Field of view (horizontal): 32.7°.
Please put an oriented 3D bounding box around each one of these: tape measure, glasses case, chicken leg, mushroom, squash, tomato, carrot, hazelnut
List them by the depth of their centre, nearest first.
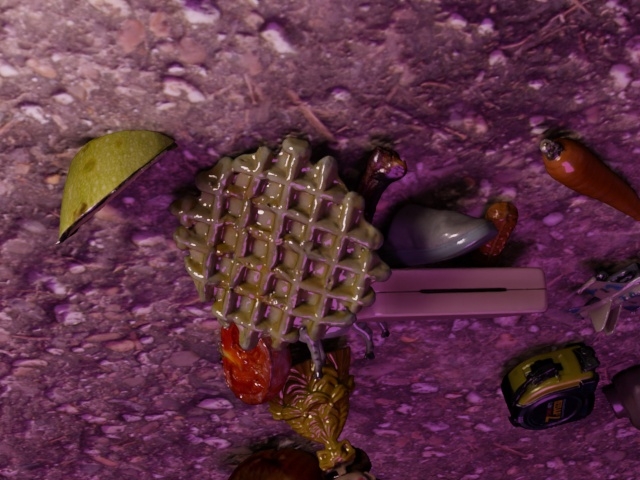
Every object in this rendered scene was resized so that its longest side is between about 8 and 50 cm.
[{"bbox_3d":[-0.308,-0.085,1.476,0.192,0.184,0.085,-37,97,30],"label":"squash"},{"bbox_3d":[0.000,0.000,1.668,0.158,0.096,0.407,15,132,-46],"label":"chicken leg"},{"bbox_3d":[0.434,-0.087,1.681,0.069,0.069,0.336,-34,140,30],"label":"carrot"},{"bbox_3d":[0.199,0.088,1.781,0.336,0.076,0.144,0,172,-26],"label":"glasses case"},{"bbox_3d":[-0.105,0.201,1.893,0.091,0.139,0.159,-14,112,-43],"label":"tomato"},{"bbox_3d":[0.451,0.291,2.162,0.186,0.112,0.199,-15,139,-5],"label":"tape measure"},{"bbox_3d":[0.687,0.343,2.296,0.141,0.117,0.188,-30,136,8],"label":"mushroom"},{"bbox_3d":[-0.085,0.541,2.312,0.229,0.229,0.229,-6,144,-5],"label":"hazelnut"}]

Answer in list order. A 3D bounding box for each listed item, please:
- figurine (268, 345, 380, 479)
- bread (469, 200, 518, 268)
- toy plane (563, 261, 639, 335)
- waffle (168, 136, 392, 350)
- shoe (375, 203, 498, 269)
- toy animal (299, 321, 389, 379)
[{"bbox_3d":[0.023,0.372,1.963,0.187,0.315,0.168,-16,168,-31],"label":"figurine"},{"bbox_3d":[0.281,-0.007,1.767,0.052,0.044,0.157,-7,145,-13],"label":"bread"},{"bbox_3d":[0.554,0.069,1.912,0.192,0.088,0.262,20,125,-42],"label":"toy plane"},{"bbox_3d":[-0.060,0.012,1.579,0.292,0.056,0.309,-23,104,17],"label":"waffle"},{"bbox_3d":[0.163,-0.012,1.697,0.103,0.100,0.251,-15,177,-45],"label":"shoe"},{"bbox_3d":[0.010,0.136,1.869,0.217,0.073,0.176,-20,110,-10],"label":"toy animal"}]
